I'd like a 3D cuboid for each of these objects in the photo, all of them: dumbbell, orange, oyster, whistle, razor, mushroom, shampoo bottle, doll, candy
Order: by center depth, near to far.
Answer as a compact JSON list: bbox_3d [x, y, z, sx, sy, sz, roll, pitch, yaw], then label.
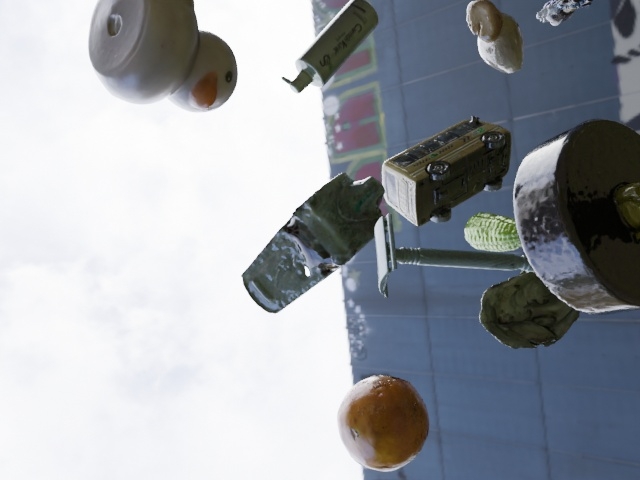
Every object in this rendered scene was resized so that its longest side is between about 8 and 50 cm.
[{"bbox_3d":[0.355,-0.056,0.603,0.204,0.322,0.203,10,-110,-29],"label":"dumbbell"},{"bbox_3d":[0.194,0.029,0.954,0.232,0.068,0.106,5,-132,-5],"label":"razor"},{"bbox_3d":[-0.237,-0.302,1.068,0.221,0.221,0.251,-6,-131,-43],"label":"doll"},{"bbox_3d":[0.401,0.109,1.259,0.199,0.087,0.252,31,-128,-1],"label":"oyster"},{"bbox_3d":[0.356,-0.407,1.358,0.212,0.088,0.096,20,-105,-60],"label":"mushroom"},{"bbox_3d":[0.023,-0.427,1.511,0.262,0.085,0.085,-51,-60,-15],"label":"shampoo bottle"},{"bbox_3d":[0.422,-0.018,1.580,0.097,0.209,0.096,-1,-86,-18],"label":"candy"},{"bbox_3d":[-0.013,0.009,1.581,0.405,0.188,0.168,-41,-94,-2],"label":"whistle"},{"bbox_3d":[0.161,0.464,1.718,0.240,0.240,0.239,5,-97,-43],"label":"orange"},{"bbox_3d":[0.635,-0.608,1.774,0.096,0.195,0.070,-2,-90,-13],"label":"doll"}]

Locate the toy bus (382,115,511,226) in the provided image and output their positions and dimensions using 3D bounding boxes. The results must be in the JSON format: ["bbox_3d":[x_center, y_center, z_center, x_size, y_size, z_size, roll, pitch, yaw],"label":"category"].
[{"bbox_3d":[0.359,-0.204,1.890,0.365,0.202,0.176,-28,-48,-24],"label":"toy bus"}]
